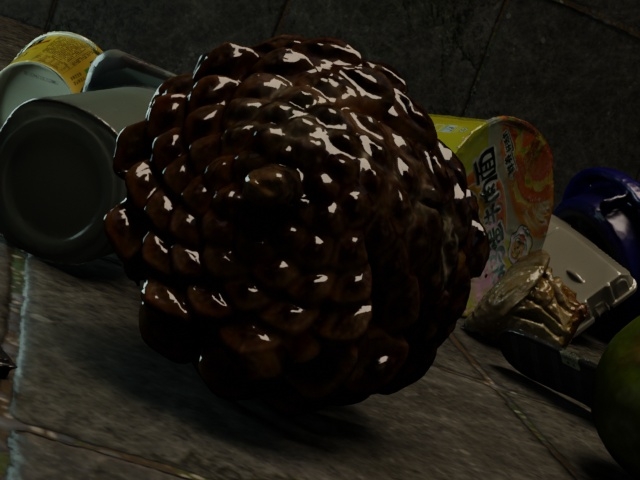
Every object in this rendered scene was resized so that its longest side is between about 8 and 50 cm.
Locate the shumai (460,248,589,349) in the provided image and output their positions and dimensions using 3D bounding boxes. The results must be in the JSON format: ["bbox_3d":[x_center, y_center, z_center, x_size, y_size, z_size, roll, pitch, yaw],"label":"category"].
[{"bbox_3d":[0.251,0.088,1.681,0.116,0.145,0.145,44,11,3],"label":"shumai"}]

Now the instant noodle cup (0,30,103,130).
[{"bbox_3d":[-0.334,-0.174,1.754,0.152,0.151,0.122,22,21,1],"label":"instant noodle cup"}]

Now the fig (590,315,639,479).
[{"bbox_3d":[0.374,0.182,1.257,0.275,0.206,0.206,54,-3,-22],"label":"fig"}]

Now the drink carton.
[{"bbox_3d":[-0.193,-0.068,1.316,0.191,0.185,0.190,26,13,15],"label":"drink carton"}]

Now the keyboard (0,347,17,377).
[{"bbox_3d":[-0.294,0.034,0.992,0.087,0.017,0.250,16,11,-38],"label":"keyboard"}]

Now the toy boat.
[{"bbox_3d":[0.316,0.044,1.974,0.141,0.140,0.269,16,11,-29],"label":"toy boat"}]

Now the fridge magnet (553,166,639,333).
[{"bbox_3d":[0.419,0.024,2.034,0.113,0.265,0.265,-18,25,-19],"label":"fridge magnet"}]

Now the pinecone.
[{"bbox_3d":[-0.018,-0.006,1.094,0.242,0.298,0.296,-14,-20,30],"label":"pinecone"}]

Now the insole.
[{"bbox_3d":[0.303,0.161,1.445,0.309,0.012,0.110,26,-30,39],"label":"insole"}]

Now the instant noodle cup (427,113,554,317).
[{"bbox_3d":[0.143,-0.048,1.809,0.200,0.264,0.264,17,4,40],"label":"instant noodle cup"}]

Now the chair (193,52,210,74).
[{"bbox_3d":[-0.135,-0.092,1.463,0.084,0.212,0.101,23,9,5],"label":"chair"}]
